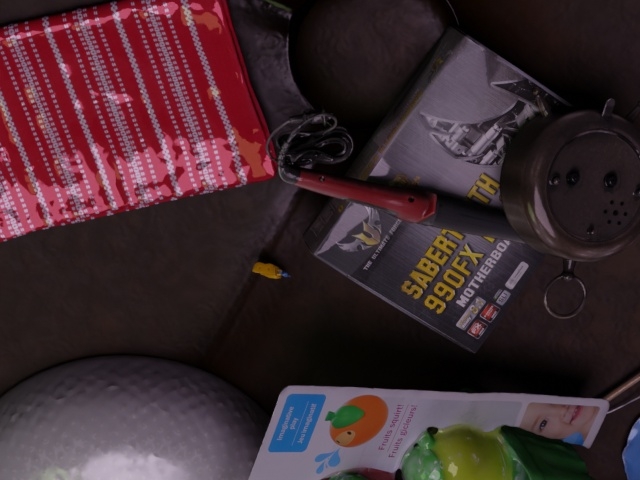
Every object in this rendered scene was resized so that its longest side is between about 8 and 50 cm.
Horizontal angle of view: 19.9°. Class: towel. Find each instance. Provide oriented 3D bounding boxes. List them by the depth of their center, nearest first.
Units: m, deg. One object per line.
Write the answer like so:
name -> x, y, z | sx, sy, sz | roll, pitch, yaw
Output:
towel -> -0.189, -0.107, 1.573 | 0.275, 0.031, 0.198 | -13, 119, 4

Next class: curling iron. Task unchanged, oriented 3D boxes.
curling iron -> 0.084, -0.042, 1.527 | 0.274, 0.035, 0.068 | 21, 102, -17

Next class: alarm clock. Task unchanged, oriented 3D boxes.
alarm clock -> 0.218, -0.028, 1.533 | 0.129, 0.064, 0.192 | 5, 97, -20

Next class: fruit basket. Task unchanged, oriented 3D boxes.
fruit basket -> 0.074, 0.275, 1.692 | 0.353, 0.165, 0.327 | 2, 123, -34

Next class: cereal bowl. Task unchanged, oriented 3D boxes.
cereal bowl -> -0.186, 0.283, 1.735 | 0.339, 0.141, 0.339 | -1, 121, -2

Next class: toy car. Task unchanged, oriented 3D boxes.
toy car -> 0.000, 0.000, 1.654 | 0.122, 0.060, 0.040 | -9, 166, 20

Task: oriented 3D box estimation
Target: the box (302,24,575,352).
box -> 0.124, -0.043, 1.586 | 0.183, 0.056, 0.231 | 32, 99, -21

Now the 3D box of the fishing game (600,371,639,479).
fishing game -> 0.393, 0.210, 1.789 | 0.189, 0.041, 0.264 | -33, 117, 17
